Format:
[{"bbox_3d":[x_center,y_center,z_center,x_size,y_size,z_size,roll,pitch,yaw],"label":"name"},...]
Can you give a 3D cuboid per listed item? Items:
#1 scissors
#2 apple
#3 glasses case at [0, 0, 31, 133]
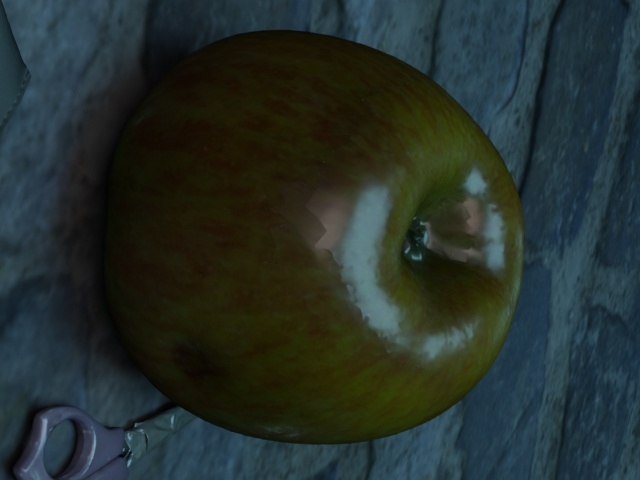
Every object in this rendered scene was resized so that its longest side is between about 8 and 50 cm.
[{"bbox_3d":[-0.119,0.134,0.963,0.212,0.021,0.110,-25,120,-50],"label":"scissors"},{"bbox_3d":[0.000,0.000,0.910,0.264,0.264,0.264,-18,112,-53],"label":"apple"},{"bbox_3d":[-0.226,-0.174,0.683,0.128,0.083,0.308,-46,133,-48],"label":"glasses case"}]
